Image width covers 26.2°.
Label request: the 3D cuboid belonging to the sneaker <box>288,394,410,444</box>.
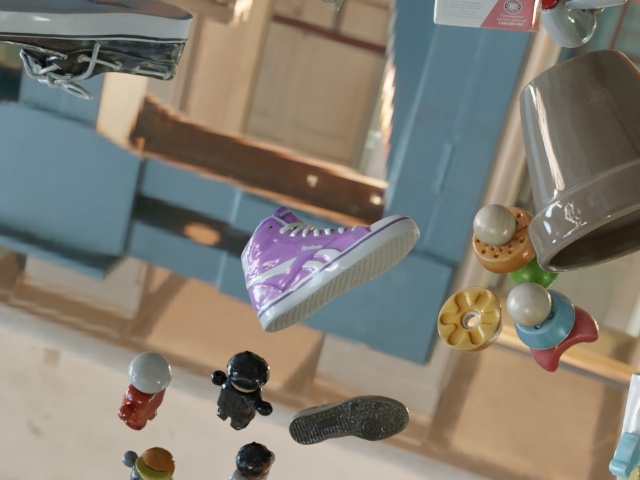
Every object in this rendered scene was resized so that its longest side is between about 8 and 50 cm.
[{"bbox_3d":[0.047,0.244,1.943,0.188,0.066,0.071,-10,-170,28],"label":"sneaker"}]

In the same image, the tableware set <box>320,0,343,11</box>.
[{"bbox_3d":[0.000,-0.371,1.686,0.169,0.141,0.020,31,-174,-19],"label":"tableware set"}]

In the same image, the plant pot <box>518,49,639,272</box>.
[{"bbox_3d":[0.365,-0.114,1.761,0.263,0.263,0.229,-7,-110,-38],"label":"plant pot"}]

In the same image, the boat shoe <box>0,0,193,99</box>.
[{"bbox_3d":[-0.275,-0.217,1.517,0.113,0.105,0.306,27,-159,32],"label":"boat shoe"}]

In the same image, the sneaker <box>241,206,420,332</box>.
[{"bbox_3d":[-0.001,0.000,1.981,0.102,0.282,0.161,19,-134,-60],"label":"sneaker"}]

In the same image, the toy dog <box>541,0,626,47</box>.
[{"bbox_3d":[0.340,-0.411,1.913,0.220,0.161,0.334,63,-167,14],"label":"toy dog"}]

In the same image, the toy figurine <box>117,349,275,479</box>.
[{"bbox_3d":[-0.164,0.256,1.844,0.213,0.148,0.209,4,-128,-14],"label":"toy figurine"}]

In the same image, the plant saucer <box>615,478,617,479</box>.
[{"bbox_3d":[0.456,0.469,1.950,0.044,0.317,0.318,-7,-170,36],"label":"plant saucer"}]

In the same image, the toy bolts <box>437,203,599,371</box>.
[{"bbox_3d":[0.254,0.079,1.923,0.158,0.218,0.228,41,-171,-48],"label":"toy bolts"}]

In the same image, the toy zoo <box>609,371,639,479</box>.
[{"bbox_3d":[0.415,0.225,1.587,0.030,0.192,0.293,14,-162,41],"label":"toy zoo"}]

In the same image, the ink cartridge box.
[{"bbox_3d":[0.198,-0.339,1.557,0.115,0.198,0.067,8,-170,17],"label":"ink cartridge box"}]
